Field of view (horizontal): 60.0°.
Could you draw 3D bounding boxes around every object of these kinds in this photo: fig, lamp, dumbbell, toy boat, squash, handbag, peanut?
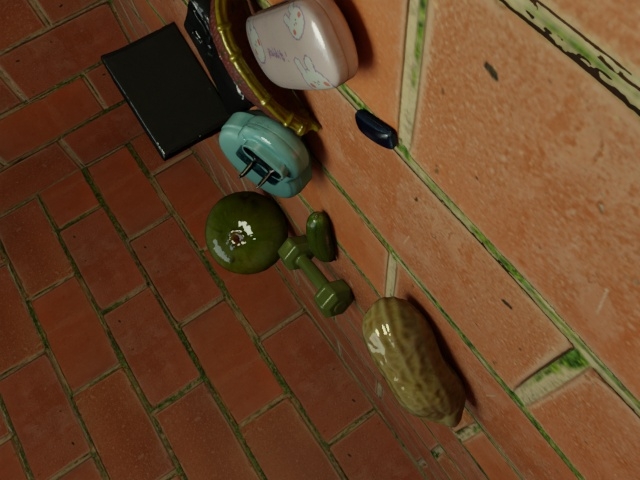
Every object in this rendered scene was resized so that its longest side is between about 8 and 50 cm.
[{"bbox_3d":[-0.253,-0.036,1.967,0.316,0.316,0.316,54,169,15],"label":"fig"},{"bbox_3d":[-0.105,-0.178,1.127,0.209,0.147,0.284,37,-176,-11],"label":"lamp"},{"bbox_3d":[-0.018,0.107,1.726,0.108,0.121,0.302,23,-159,-51],"label":"dumbbell"},{"bbox_3d":[-0.107,-0.310,0.940,0.318,0.099,0.141,62,-150,-27],"label":"toy boat"},{"bbox_3d":[0.000,0.000,1.438,0.066,0.066,0.252,51,168,27],"label":"squash"},{"bbox_3d":[-0.195,-0.383,1.137,0.244,0.088,0.275,61,172,-14],"label":"handbag"},{"bbox_3d":[0.194,0.255,1.132,0.325,0.140,0.153,56,-171,-19],"label":"peanut"}]

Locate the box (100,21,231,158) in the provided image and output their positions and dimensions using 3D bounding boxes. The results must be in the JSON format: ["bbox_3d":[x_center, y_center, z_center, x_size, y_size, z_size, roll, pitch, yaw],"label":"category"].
[{"bbox_3d":[-0.475,-0.455,1.752,0.345,0.251,0.204,59,170,-7],"label":"box"}]

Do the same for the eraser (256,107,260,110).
[{"bbox_3d":[-0.106,-0.239,1.325,0.104,0.023,0.150,53,169,23],"label":"eraser"}]

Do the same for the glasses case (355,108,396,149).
[{"bbox_3d":[0.074,-0.151,0.765,0.083,0.023,0.033,48,164,43],"label":"glasses case"}]

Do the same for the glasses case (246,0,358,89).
[{"bbox_3d":[-0.034,-0.269,0.761,0.113,0.075,0.297,63,167,-24],"label":"glasses case"}]
